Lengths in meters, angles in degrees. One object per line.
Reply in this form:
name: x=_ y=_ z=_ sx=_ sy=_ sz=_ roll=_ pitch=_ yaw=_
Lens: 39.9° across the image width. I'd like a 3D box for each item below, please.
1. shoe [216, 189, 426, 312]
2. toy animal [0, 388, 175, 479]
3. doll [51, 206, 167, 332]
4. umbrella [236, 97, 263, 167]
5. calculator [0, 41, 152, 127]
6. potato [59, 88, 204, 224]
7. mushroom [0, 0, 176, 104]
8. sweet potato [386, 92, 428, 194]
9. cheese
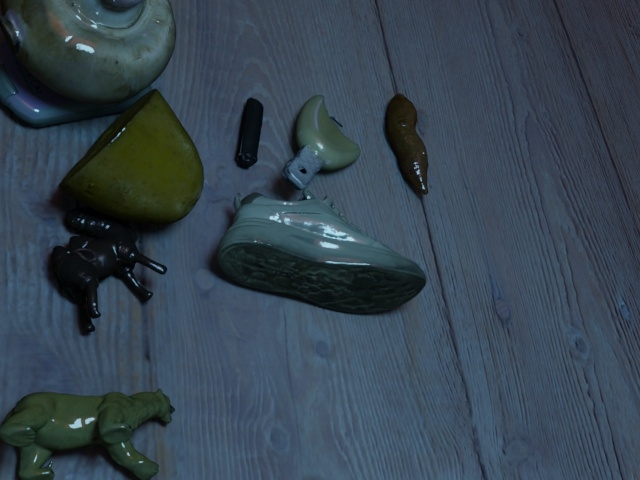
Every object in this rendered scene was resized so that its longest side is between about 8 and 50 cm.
shoe: x=0.000 y=0.000 z=1.297 sx=0.316 sy=0.124 sz=0.159 roll=13 pitch=47 yaw=-23
toy animal: x=-0.267 y=0.215 z=1.031 sx=0.218 sy=0.103 sz=0.101 roll=2 pitch=36 yaw=-24
doll: x=-0.292 y=0.023 z=1.156 sx=0.139 sy=0.057 sz=0.165 roll=-30 pitch=69 yaw=-37
umbrella: x=-0.110 y=-0.170 z=1.398 sx=0.036 sy=0.031 sz=0.133 roll=18 pitch=54 yaw=-16
calculator: x=-0.360 y=-0.241 z=1.295 sx=0.246 sy=0.045 sz=0.141 roll=-17 pitch=70 yaw=-37
potato: x=-0.236 y=-0.092 z=1.199 sx=0.158 sy=0.178 sz=0.203 roll=46 pitch=8 yaw=-15
mushroom: x=-0.319 y=-0.301 z=1.211 sx=0.255 sy=0.184 sz=0.255 roll=23 pitch=52 yaw=-34
sweet potato: x=0.150 y=-0.172 z=1.532 sx=0.065 sy=0.051 sz=0.218 roll=8 pitch=56 yaw=-28
cheese: x=-0.008 y=-0.146 z=1.402 sx=0.127 sy=0.050 sz=0.235 roll=46 pitch=33 yaw=-7
